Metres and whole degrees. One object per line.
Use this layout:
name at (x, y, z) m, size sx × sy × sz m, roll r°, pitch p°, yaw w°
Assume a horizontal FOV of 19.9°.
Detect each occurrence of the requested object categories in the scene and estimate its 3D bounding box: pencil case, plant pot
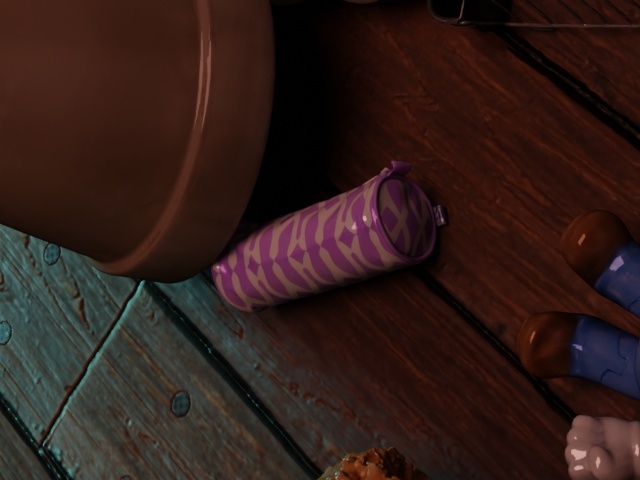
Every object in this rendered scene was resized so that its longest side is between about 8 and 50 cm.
pencil case at (0.000, 0.000, 1.541) m, size 0.206 × 0.086 × 0.088 m, roll -19°, pitch 81°, yaw 35°
plant pot at (-0.236, -0.133, 1.563) m, size 0.323 × 0.280 × 0.323 m, roll -14°, pitch 73°, yaw 58°

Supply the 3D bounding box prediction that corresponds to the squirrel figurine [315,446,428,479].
squirrel figurine at (0.039, 0.297, 1.281) m, size 0.397 × 0.281 × 0.370 m, roll 52°, pitch 129°, yaw 50°

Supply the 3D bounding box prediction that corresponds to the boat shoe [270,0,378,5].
boat shoe at (-0.002, -0.260, 1.570) m, size 0.285 × 0.089 × 0.105 m, roll -8°, pitch 70°, yaw 54°

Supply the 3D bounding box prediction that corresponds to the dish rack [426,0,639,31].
dish rack at (0.224, -0.260, 1.427) m, size 0.271 × 0.074 × 0.208 m, roll 7°, pitch 84°, yaw 41°

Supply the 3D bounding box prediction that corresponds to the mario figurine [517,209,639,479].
mario figurine at (0.262, 0.079, 1.239) m, size 0.320 × 0.170 × 0.198 m, roll 27°, pitch 131°, yaw 49°
